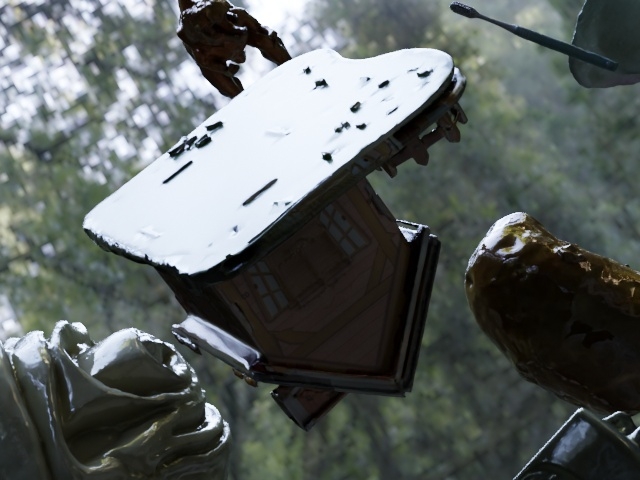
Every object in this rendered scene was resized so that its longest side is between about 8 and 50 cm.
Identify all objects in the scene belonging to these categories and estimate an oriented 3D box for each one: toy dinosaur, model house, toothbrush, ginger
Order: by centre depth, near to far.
[{"bbox_3d":[0.000,0.001,1.016,0.207,0.294,0.154,-38,-73,-13],"label":"model house"},{"bbox_3d":[0.196,-0.189,1.533,0.014,0.167,0.011,-23,-45,-72],"label":"toothbrush"},{"bbox_3d":[0.288,0.087,1.565,0.321,0.172,0.165,16,-16,2],"label":"ginger"},{"bbox_3d":[-0.103,-0.218,1.873,0.097,0.432,0.208,-43,-76,-1],"label":"toy dinosaur"}]

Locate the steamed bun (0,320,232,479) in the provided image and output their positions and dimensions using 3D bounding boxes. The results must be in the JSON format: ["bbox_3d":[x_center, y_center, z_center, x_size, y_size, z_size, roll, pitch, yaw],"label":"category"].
[{"bbox_3d":[-0.232,0.173,1.514,0.219,0.324,0.310,-67,-25,-9],"label":"steamed bun"}]

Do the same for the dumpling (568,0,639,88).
[{"bbox_3d":[0.357,-0.252,1.944,0.149,0.104,0.216,-20,-41,14],"label":"dumpling"}]

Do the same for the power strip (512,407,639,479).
[{"bbox_3d":[0.091,0.214,0.943,0.286,0.080,0.048,-46,-31,1],"label":"power strip"}]
